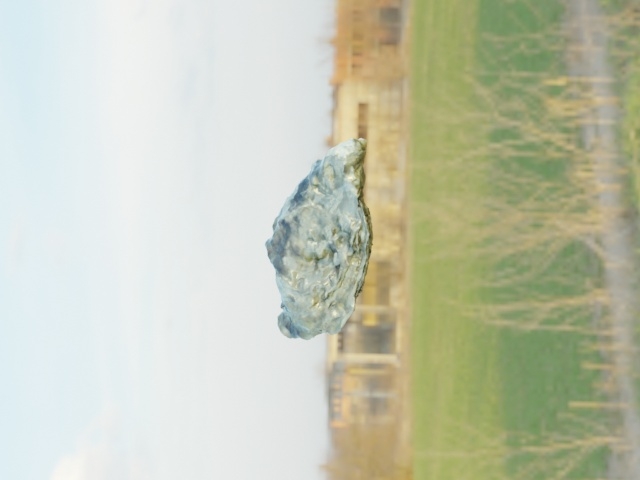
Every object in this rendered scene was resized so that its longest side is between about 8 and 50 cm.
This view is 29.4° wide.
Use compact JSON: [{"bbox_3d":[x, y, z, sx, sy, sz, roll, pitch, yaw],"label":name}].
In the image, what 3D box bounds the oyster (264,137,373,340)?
[{"bbox_3d":[0.000,0.000,1.071,0.064,0.125,0.177,7,-94,-45],"label":"oyster"}]
